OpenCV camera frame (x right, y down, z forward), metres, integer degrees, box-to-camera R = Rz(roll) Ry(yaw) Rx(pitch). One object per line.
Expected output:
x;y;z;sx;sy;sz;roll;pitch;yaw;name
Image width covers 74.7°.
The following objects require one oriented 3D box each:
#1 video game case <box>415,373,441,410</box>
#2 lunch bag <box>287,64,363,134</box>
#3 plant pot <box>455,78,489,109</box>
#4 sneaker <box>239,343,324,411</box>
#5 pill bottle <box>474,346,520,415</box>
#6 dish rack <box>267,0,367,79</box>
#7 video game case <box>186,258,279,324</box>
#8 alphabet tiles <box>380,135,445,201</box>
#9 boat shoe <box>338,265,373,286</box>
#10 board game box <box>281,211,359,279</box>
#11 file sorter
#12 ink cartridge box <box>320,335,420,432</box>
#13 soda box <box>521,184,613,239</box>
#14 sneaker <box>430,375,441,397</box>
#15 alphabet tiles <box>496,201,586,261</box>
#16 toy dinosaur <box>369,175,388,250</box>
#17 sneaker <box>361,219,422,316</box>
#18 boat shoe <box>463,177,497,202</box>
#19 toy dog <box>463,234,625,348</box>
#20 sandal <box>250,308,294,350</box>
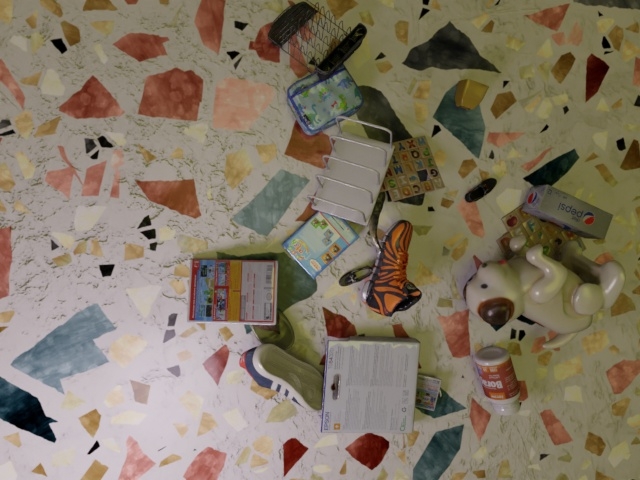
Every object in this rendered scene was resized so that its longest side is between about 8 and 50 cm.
0.374;0.540;1.493;0.087;0.011;0.121;12;100;6;video game case
0.010;-0.456;1.345;0.219;0.090;0.176;-28;93;-6;lunch bag
0.502;-0.489;1.419;0.081;0.081;0.083;16;104;-9;plant pot
-0.123;0.455;1.390;0.350;0.148;0.131;48;44;-26;sneaker
0.634;0.499;1.489;0.121;0.121;0.216;-19;96;-6;pill bottle
-0.020;-0.635;1.295;0.272;0.074;0.208;40;78;8;dish rack
-0.277;0.162;1.334;0.286;0.025;0.203;1;83;4;video game case
0.277;-0.239;1.397;0.237;0.009;0.198;-15;79;-13;alphabet tiles
0.121;0.124;1.429;0.125;0.038;0.046;-21;97;-6;boat shoe
0.000;0.000;1.402;0.211;0.039;0.160;-43;98;-4;board game box
0.096;-0.215;1.291;0.193;0.173;0.277;19;85;11;file sorter
0.168;0.496;1.449;0.331;0.071;0.323;4;93;-7;ink cartridge box
0.871;-0.098;1.482;0.287;0.091;0.098;21;90;-10;soda box
0.409;0.528;1.509;0.035;0.031;0.083;-22;93;8;sneaker
0.810;0.016;1.533;0.285;0.011;0.342;-34;98;-4;alphabet tiles
0.158;-0.105;1.390;0.118;0.064;0.267;5;79;18;toy dinosaur
0.267;0.101;1.365;0.125;0.180;0.320;12;101;-41;sneaker
0.568;-0.176;1.469;0.133;0.042;0.048;-32;96;-6;boat shoe
0.694;0.170;1.417;0.408;0.284;0.395;1;117;-4;toy dog
-0.194;0.238;1.368;0.120;0.086;0.302;-32;98;-5;sandal
